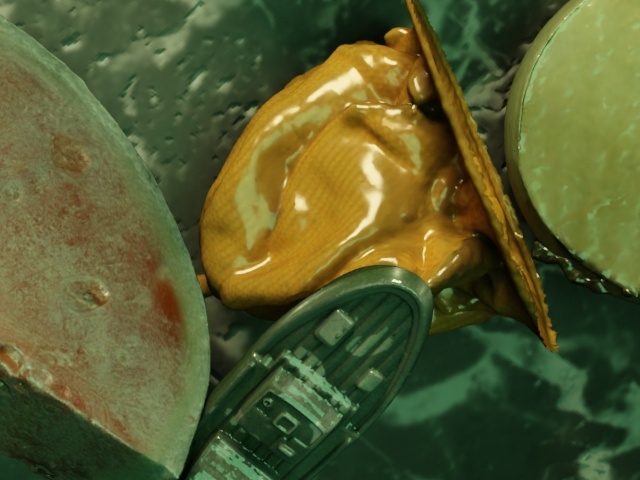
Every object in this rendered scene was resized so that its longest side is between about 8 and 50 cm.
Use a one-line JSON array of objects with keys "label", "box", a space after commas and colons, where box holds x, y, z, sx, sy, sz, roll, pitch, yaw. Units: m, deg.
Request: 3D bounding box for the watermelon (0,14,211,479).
[{"label": "watermelon", "box": [-0.202, 0.022, 0.715, 0.148, 0.226, 0.318, -37, 77, 32]}]

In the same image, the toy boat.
[{"label": "toy boat", "box": [-0.025, 0.102, 0.707, 0.078, 0.085, 0.260, 39, 122, -6]}]

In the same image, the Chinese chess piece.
[{"label": "Chinese chess piece", "box": [0.231, -0.067, 0.836, 0.238, 0.092, 0.237, 0, 90, 10]}]

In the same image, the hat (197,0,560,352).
[{"label": "hat", "box": [0.000, 0.000, 0.804, 0.233, 0.244, 0.233, -21, 63, 10]}]
